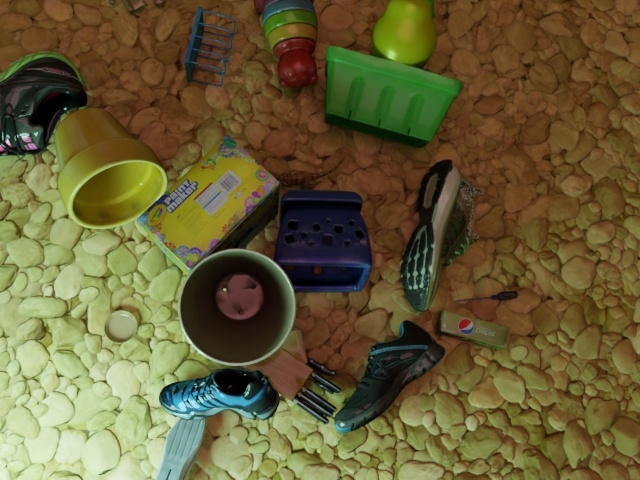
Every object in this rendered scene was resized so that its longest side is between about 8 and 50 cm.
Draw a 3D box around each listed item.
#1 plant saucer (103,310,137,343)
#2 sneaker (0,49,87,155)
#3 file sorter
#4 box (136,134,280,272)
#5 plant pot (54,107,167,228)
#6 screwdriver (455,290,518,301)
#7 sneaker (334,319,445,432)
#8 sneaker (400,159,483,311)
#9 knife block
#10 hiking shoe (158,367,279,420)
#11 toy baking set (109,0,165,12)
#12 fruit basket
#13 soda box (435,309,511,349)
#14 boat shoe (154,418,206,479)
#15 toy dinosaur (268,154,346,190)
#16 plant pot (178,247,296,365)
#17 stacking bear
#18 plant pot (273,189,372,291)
[{"bbox_3d":[-0.506,0.220,1.645,0.084,0.015,0.083,1,76,-4],"label":"plant saucer"},{"bbox_3d":[-0.815,-0.296,1.659,0.483,0.185,0.202,-41,79,-11],"label":"sneaker"},{"bbox_3d":[-0.303,-0.529,1.789,0.105,0.118,0.170,12,76,-4],"label":"file sorter"},{"bbox_3d":[-0.262,-0.059,1.596,0.177,0.279,0.290,43,77,6],"label":"box"},{"bbox_3d":[-0.550,-0.198,1.636,0.254,0.254,0.239,-29,66,-10],"label":"plant pot"},{"bbox_3d":[0.445,0.155,1.739,0.170,0.025,0.024,-7,78,3],"label":"screwdriver"},{"bbox_3d":[0.150,0.342,1.625,0.341,0.125,0.139,-37,75,-21],"label":"sneaker"},{"bbox_3d":[0.343,-0.001,1.712,0.182,0.158,0.410,19,80,-18],"label":"sneaker"},{"bbox_3d":[-0.092,0.351,1.609,0.276,0.088,0.241,-10,77,-7],"label":"knife block"},{"bbox_3d":[-0.251,0.349,1.542,0.304,0.132,0.113,-5,39,13],"label":"hiking shoe"},{"bbox_3d":[-0.519,-0.773,1.877,0.197,0.030,0.256,-5,77,-9],"label":"toy baking set"},{"bbox_3d":[0.195,-0.465,1.724,0.393,0.283,0.391,0,91,-1],"label":"fruit basket"},{"bbox_3d":[0.397,0.235,1.689,0.182,0.061,0.058,14,75,-1],"label":"soda box"},{"bbox_3d":[-0.342,0.521,1.558,0.083,0.075,0.226,21,60,9],"label":"boat shoe"},{"bbox_3d":[-0.037,-0.165,1.724,0.212,0.112,0.064,-9,77,-7],"label":"toy dinosaur"},{"bbox_3d":[-0.193,0.143,1.544,0.257,0.274,0.256,0,91,-6],"label":"plant pot"},{"bbox_3d":[-0.079,-0.563,1.800,0.176,0.164,0.288,-8,82,-6],"label":"stacking bear"},{"bbox_3d":[0.000,0.000,1.634,0.236,0.236,0.212,0,70,-4],"label":"plant pot"}]
